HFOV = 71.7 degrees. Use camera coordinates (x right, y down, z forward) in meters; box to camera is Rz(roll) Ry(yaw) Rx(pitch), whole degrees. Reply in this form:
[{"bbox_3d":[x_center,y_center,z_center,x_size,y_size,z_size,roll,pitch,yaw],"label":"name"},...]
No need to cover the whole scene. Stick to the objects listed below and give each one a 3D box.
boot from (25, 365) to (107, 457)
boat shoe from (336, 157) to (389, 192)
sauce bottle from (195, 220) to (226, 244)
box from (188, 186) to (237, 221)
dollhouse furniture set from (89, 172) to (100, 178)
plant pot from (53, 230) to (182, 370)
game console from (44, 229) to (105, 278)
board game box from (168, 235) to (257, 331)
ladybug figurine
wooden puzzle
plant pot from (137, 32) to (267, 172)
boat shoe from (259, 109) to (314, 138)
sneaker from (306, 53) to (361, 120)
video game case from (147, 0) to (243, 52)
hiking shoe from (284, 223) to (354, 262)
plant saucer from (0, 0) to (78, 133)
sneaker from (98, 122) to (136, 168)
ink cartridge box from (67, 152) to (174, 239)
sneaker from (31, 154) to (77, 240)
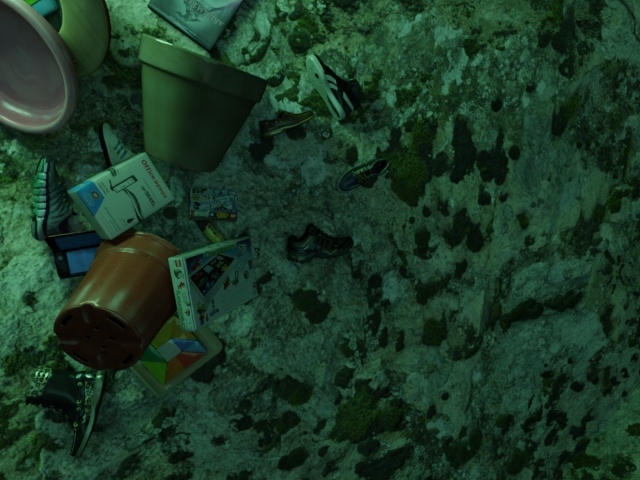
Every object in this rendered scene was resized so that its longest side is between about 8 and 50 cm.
[{"bbox_3d":[-0.702,0.461,1.208,0.179,0.085,0.236,15,84,-19],"label":"boot"},{"bbox_3d":[0.137,-0.217,1.445,0.183,0.083,0.065,-35,106,-14],"label":"boat shoe"},{"bbox_3d":[-0.333,-0.034,1.312,0.042,0.042,0.128,-44,108,-11],"label":"sauce bottle"},{"bbox_3d":[-0.314,-0.104,1.299,0.137,0.027,0.093,3,75,-26],"label":"box"},{"bbox_3d":[-0.584,-0.105,1.203,0.076,0.059,0.151,-9,99,-19],"label":"dollhouse furniture set"},{"bbox_3d":[-0.489,0.158,1.101,0.273,0.265,0.272,1,121,2],"label":"plant pot"},{"bbox_3d":[-0.638,0.037,1.183,0.144,0.085,0.123,-10,97,-19],"label":"game console"},{"bbox_3d":[-0.285,0.108,1.234,0.053,0.305,0.192,-3,99,24],"label":"board game box"},{"bbox_3d":[-0.652,-0.599,1.028,0.306,0.161,0.448,-11,123,23],"label":"ladybug figurine"},{"bbox_3d":[-0.445,0.315,1.308,0.239,0.044,0.220,-38,107,-13],"label":"wooden puzzle"},{"bbox_3d":[-0.332,-0.341,1.162,0.324,0.323,0.280,14,106,-21],"label":"plant pot"},{"bbox_3d":[-0.102,-0.367,1.351,0.178,0.064,0.060,-25,106,-14],"label":"boat shoe"},{"bbox_3d":[0.050,-0.501,1.392,0.121,0.079,0.216,-39,116,-16],"label":"sneaker"},{"bbox_3d":[-0.326,-0.707,1.253,0.196,0.026,0.274,32,83,-20],"label":"video game case"},{"bbox_3d":[0.000,0.000,1.417,0.227,0.086,0.114,-11,103,-18],"label":"hiking shoe"},{"bbox_3d":[-0.710,-0.416,1.030,0.333,0.084,0.331,7,129,9],"label":"plant saucer"},{"bbox_3d":[-0.548,-0.243,1.211,0.076,0.057,0.161,-20,101,-35],"label":"sneaker"},{"bbox_3d":[-0.511,-0.118,1.152,0.203,0.086,0.148,-43,119,-32],"label":"ink cartridge box"},{"bbox_3d":[-0.695,-0.109,1.165,0.098,0.083,0.223,3,99,-42],"label":"sneaker"}]
